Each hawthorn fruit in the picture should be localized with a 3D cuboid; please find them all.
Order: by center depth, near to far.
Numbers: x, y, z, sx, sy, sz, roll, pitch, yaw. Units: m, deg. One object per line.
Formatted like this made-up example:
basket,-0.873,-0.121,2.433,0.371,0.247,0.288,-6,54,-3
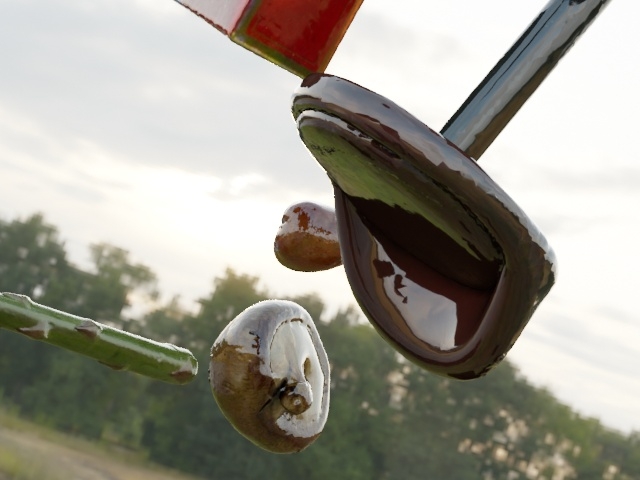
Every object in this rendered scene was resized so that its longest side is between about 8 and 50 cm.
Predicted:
hawthorn fruit,0.000,0.000,1.407,0.093,0.081,0.081,19,-10,-2

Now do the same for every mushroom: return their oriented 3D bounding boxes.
mushroom,-0.072,0.186,1.868,0.138,0.194,0.231,-15,-54,12

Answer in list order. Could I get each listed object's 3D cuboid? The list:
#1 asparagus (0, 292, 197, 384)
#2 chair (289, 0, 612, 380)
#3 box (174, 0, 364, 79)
asparagus,-0.144,0.038,0.673,0.024,0.025,0.248,1,-17,35
chair,0.143,-0.118,0.909,0.226,0.401,0.226,38,-8,6
box,-0.047,-0.264,1.070,0.089,0.197,0.313,24,9,-30
